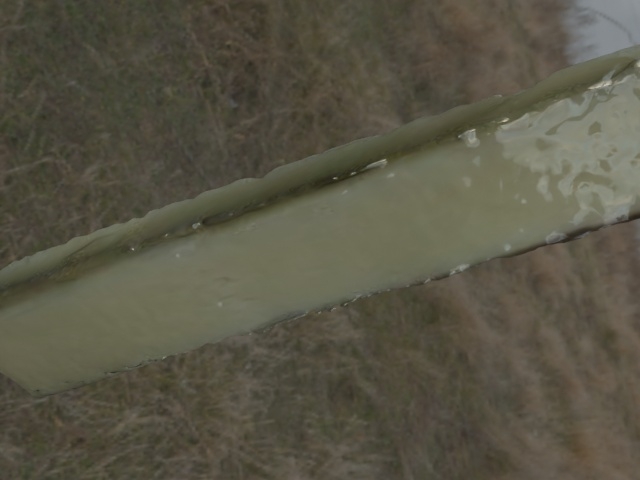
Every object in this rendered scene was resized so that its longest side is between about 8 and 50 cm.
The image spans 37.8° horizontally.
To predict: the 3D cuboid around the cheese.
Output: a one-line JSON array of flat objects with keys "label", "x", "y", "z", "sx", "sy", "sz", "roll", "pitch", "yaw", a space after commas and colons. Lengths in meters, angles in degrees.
[{"label": "cheese", "x": -0.001, "y": -0.003, "z": 0.426, "sx": 0.085, "sy": 0.400, "sz": 0.034, "roll": 57, "pitch": 23, "yaw": -36}]
